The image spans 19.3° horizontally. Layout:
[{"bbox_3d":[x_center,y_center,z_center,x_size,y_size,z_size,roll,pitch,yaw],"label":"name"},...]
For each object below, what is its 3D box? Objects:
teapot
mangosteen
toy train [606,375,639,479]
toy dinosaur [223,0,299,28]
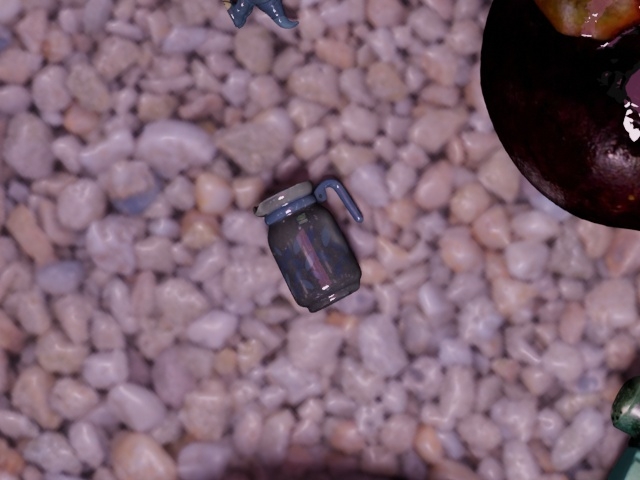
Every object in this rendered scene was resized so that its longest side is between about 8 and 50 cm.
[{"bbox_3d":[-0.001,0.000,1.249,0.063,0.049,0.083,-26,88,5],"label":"teapot"},{"bbox_3d":[0.206,-0.125,1.129,0.211,0.250,0.211,6,55,-8],"label":"mangosteen"},{"bbox_3d":[0.281,0.189,1.195,0.248,0.101,0.159,30,85,3],"label":"toy train"},{"bbox_3d":[-0.047,-0.175,1.260,0.047,0.030,0.083,-27,89,7],"label":"toy dinosaur"}]
